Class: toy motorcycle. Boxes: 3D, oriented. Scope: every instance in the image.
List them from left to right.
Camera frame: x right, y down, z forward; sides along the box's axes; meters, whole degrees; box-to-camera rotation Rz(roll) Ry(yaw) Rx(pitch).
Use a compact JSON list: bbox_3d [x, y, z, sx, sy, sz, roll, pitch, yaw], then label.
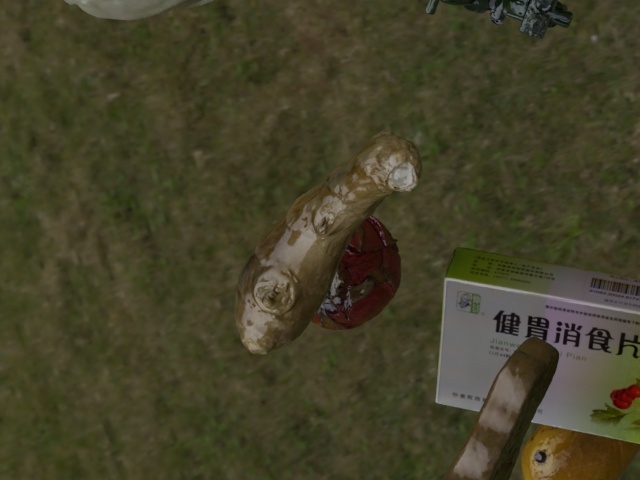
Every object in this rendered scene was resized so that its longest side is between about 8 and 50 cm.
[{"bbox_3d":[0.227,-0.362,1.632,0.275,0.127,0.205,18,105,-1],"label":"toy motorcycle"}]

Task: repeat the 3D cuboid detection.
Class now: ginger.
[{"bbox_3d":[0.000,0.000,1.194,0.086,0.131,0.294,36,136,-5],"label":"ginger"}]

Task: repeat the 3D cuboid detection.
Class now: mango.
[{"bbox_3d":[0.352,0.266,1.738,0.109,0.227,0.147,30,132,40],"label":"mango"}]

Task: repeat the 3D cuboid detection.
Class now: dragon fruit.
[{"bbox_3d":[0.018,0.060,2.212,0.223,0.148,0.218,19,109,5],"label":"dragon fruit"}]

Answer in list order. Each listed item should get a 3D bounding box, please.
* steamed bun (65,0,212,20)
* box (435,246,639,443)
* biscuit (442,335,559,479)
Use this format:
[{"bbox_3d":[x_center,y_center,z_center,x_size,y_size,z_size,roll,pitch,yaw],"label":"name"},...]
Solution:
[{"bbox_3d":[-0.132,-0.364,1.336,0.320,0.206,0.275,-37,53,16],"label":"steamed bun"},{"bbox_3d":[0.255,0.114,1.390,0.260,0.062,0.175,10,127,14],"label":"box"},{"bbox_3d":[0.106,0.225,1.043,0.047,0.183,0.320,25,99,17],"label":"biscuit"}]
